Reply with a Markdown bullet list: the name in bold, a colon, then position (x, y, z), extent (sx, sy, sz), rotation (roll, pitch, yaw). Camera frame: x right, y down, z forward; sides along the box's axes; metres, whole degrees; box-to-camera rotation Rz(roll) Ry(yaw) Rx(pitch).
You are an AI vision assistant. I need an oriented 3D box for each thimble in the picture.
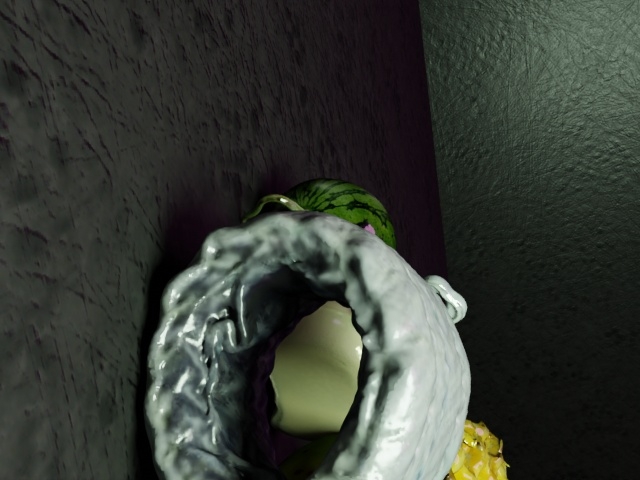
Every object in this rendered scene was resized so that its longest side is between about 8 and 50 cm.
- **thimble**: position (-0.011, 0.106, 0.556), extent (0.157, 0.217, 0.245), rotation (37, 57, -59)

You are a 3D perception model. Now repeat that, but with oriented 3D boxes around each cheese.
- **cheese**: position (0.039, 0.117, 0.731), extent (0.163, 0.249, 0.071), rotation (61, 34, -24)

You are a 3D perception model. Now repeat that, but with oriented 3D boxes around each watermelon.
- **watermelon**: position (0.000, 0.000, 0.781), extent (0.187, 0.141, 0.140), rotation (43, 44, -59)

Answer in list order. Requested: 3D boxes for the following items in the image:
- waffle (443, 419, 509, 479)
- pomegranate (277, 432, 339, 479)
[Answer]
- **waffle**: position (0.180, 0.398, 0.911), extent (0.382, 0.095, 0.379), rotation (35, 50, -60)
- **pomegranate**: position (0.013, 0.301, 0.696), extent (0.248, 0.214, 0.214), rotation (-58, 172, 13)
